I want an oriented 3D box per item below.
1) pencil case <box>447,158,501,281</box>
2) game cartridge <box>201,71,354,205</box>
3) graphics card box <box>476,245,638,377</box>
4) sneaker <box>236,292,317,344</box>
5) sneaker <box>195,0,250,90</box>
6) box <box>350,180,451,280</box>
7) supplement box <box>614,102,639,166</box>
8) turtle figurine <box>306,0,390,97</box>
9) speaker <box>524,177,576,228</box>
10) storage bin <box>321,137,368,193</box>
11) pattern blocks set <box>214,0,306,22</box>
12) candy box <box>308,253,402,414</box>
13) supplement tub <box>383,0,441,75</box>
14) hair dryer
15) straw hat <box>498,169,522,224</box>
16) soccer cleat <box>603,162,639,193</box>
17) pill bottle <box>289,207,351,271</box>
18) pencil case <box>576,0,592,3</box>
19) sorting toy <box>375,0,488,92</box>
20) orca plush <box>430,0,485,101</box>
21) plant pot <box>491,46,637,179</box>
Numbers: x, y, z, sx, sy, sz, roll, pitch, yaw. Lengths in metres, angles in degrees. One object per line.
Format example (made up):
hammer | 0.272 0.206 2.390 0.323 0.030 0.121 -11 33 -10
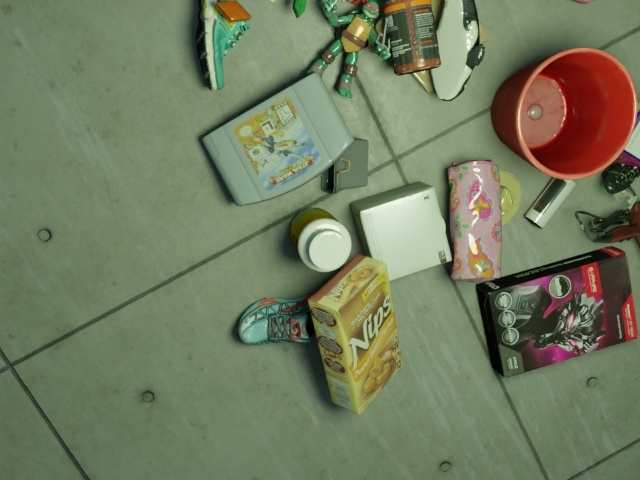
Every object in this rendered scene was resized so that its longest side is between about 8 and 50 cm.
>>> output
pencil case | 0.354 -0.046 1.704 0.124 0.124 0.284 -2 89 -9
game cartridge | -0.087 -0.206 1.604 0.297 0.062 0.198 -29 85 10
graphics card box | 0.587 0.174 1.827 0.370 0.094 0.233 -14 104 -6
sneaker | -0.066 0.183 1.700 0.261 0.125 0.104 -15 103 -7
sneaker | -0.202 -0.453 1.561 0.110 0.107 0.275 3 101 -19
box | 0.184 -0.021 1.704 0.181 0.119 0.181 -18 104 -6
supplement box | 0.692 -0.245 1.692 0.114 0.220 0.111 27 97 -16
turtle figurine | 0.073 -0.438 1.601 0.175 0.118 0.234 31 111 0
speaker | 0.554 -0.095 1.785 0.055 0.055 0.136 36 94 -15
storage bin | 0.060 -0.176 1.669 0.091 0.098 0.135 -4 102 -19
pattern blocks set | -0.165 -0.577 1.519 0.324 0.026 0.285 24 70 -20
candy box | 0.085 0.213 1.660 0.183 0.087 0.316 -41 134 -36
supplement tub | 0.192 -0.458 1.577 0.106 0.106 0.198 -12 101 -7
hair dryer | 0.745 -0.020 1.792 0.293 0.080 0.224 39 67 -4
straw hat | 0.427 -0.094 1.760 0.144 0.061 0.145 -2 102 -9
soccer cleat | 0.739 -0.175 1.745 0.179 0.072 0.060 -36 84 -14
pill bottle | 0.000 0.000 1.627 0.117 0.215 0.117 -2 101 -9
pencil case | 0.462 -0.661 1.600 0.386 0.160 0.167 19 89 -12
sorting toy | 0.251 -0.471 1.669 0.193 0.038 0.208 -44 109 1
orca plush | 0.298 -0.459 1.635 0.151 0.102 0.287 -6 101 35
plant pot | 0.515 -0.283 1.642 0.274 0.243 0.275 -2 101 -8
